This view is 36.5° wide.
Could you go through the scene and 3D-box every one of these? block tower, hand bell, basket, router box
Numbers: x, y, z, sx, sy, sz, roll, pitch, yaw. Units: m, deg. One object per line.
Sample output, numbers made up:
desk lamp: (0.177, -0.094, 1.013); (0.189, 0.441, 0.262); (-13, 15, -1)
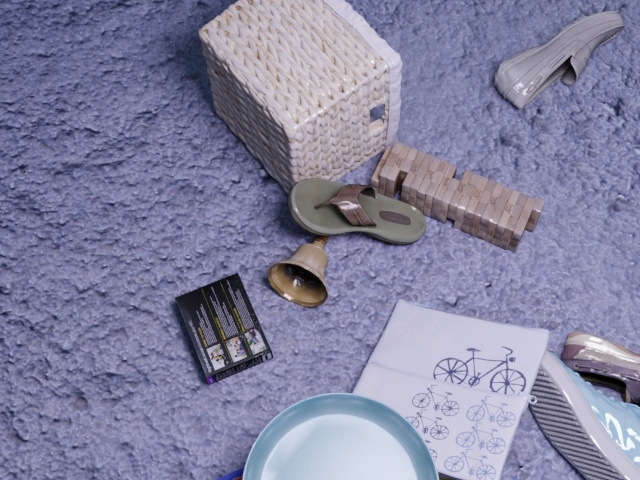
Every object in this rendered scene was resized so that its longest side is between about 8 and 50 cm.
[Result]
block tower: (0.269, -0.087, 1.940); (0.336, 0.091, 0.097); (22, 66, 12)
hand bell: (0.000, 0.000, 1.909); (0.126, 0.126, 0.242); (20, 52, 10)
basket: (-0.040, -0.308, 1.923); (0.266, 0.328, 0.331); (-35, 69, -13)
router box: (-0.184, 0.165, 1.841); (0.133, 0.046, 0.178); (-21, 65, -9)

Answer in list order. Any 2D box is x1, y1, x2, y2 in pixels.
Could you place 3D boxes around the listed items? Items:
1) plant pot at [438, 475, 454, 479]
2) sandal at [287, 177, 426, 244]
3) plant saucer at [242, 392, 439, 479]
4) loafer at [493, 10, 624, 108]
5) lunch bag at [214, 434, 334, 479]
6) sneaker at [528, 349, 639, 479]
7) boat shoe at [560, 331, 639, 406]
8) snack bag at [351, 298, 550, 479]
plant pot: (0.175, 0.395, 1.695); (0.134, 0.095, 0.134); (0, 63, 0)
sandal: (0.078, -0.069, 1.879); (0.303, 0.086, 0.120); (7, 61, -23)
plant saucer: (0.032, 0.405, 1.564); (0.318, 0.043, 0.317); (1, 65, -3)
loafer: (0.525, -0.386, 2.083); (0.319, 0.112, 0.111); (-31, 72, -6)
lunch bag: (-0.093, 0.494, 1.643); (0.293, 0.138, 0.221); (-21, 67, 0)
sneaker: (0.504, 0.329, 1.719); (0.150, 0.135, 0.366); (-23, 65, -27)
boat shoe: (0.573, 0.258, 1.763); (0.285, 0.103, 0.092); (22, 72, 16)
snack bag: (0.217, 0.254, 1.710); (0.323, 0.037, 0.342); (10, 51, 30)
